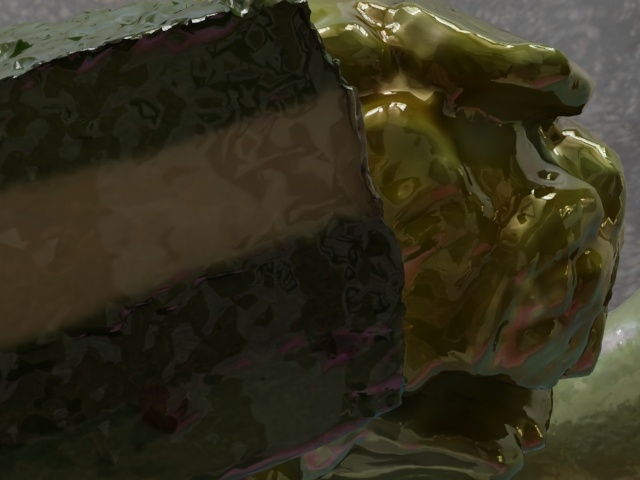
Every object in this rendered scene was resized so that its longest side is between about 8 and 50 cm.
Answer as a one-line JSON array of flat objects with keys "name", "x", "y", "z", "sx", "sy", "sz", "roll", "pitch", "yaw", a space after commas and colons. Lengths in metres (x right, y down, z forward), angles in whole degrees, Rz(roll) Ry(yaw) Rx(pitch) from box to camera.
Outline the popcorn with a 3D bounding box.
[{"name": "popcorn", "x": 0.002, "y": -0.005, "z": 0.529, "sx": 0.276, "sy": 0.276, "sz": 0.225, "roll": 34, "pitch": 93, "yaw": 1}]

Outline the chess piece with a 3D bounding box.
[{"name": "chess piece", "x": 0.184, "y": 0.171, "z": 0.988, "sx": 0.442, "sy": 0.234, "sz": 0.234, "roll": -16, "pitch": 84, "yaw": 13}]

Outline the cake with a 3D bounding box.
[{"name": "cake", "x": -0.130, "y": 0.008, "z": 0.375, "sx": 0.284, "sy": 0.172, "sz": 0.158, "roll": -19, "pitch": 115, "yaw": -6}]
